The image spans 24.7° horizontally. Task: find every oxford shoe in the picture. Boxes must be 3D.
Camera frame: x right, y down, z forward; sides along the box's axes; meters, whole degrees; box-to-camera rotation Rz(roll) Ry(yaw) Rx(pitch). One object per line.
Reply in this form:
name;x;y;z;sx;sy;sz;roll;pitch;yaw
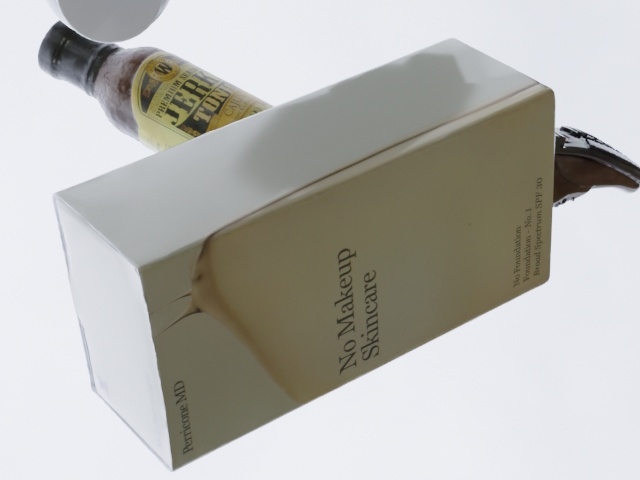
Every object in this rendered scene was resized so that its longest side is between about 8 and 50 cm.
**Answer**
oxford shoe;0.277;-0.080;1.672;0.227;0.083;0.096;12;-70;-30

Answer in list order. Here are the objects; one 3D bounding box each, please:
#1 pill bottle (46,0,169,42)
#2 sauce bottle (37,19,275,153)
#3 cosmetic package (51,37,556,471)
pill bottle;-0.195;-0.254;1.329;0.121;0.216;0.121;-4;-65;-8
sauce bottle;-0.161;-0.145;1.632;0.111;0.344;0.111;-55;-17;-26
cosmetic package;0.000;0.000;0.941;0.309;0.113;0.160;-26;-51;-27
